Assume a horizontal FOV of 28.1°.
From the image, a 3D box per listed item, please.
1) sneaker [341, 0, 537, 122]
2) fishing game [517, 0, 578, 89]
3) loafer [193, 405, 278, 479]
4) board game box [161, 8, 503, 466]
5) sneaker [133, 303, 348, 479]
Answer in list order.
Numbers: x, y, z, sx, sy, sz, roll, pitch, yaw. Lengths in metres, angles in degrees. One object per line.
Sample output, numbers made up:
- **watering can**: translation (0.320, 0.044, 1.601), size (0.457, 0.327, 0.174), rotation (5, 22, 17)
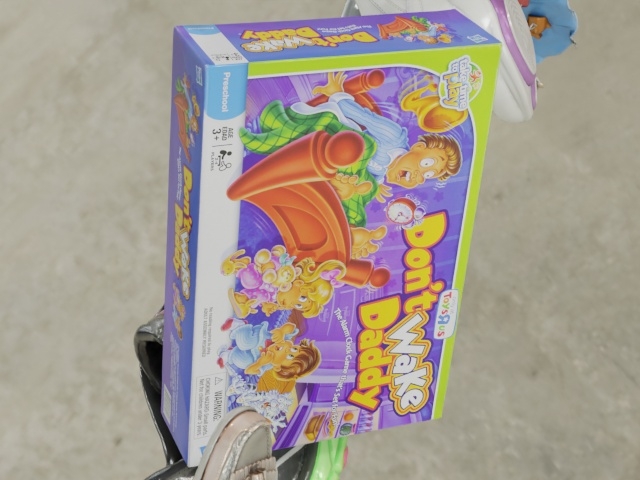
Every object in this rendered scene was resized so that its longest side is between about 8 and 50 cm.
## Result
- **sneaker**: translation (0.114, -0.223, 1.299), size (0.152, 0.305, 0.114), rotation (-23, 40, 27)
- **fishing game**: translation (0.217, -0.260, 1.538), size (0.189, 0.264, 0.041), rotation (13, 65, 10)
- **loafer**: translation (-0.038, 0.139, 0.599), size (0.039, 0.045, 0.125), rotation (26, 111, 34)
- **board game box**: translation (0.000, 0.000, 1.009), size (0.233, 0.347, 0.078), rotation (-8, 32, -22)
- **sneaker**: translation (-0.068, 0.080, 1.229), size (0.185, 0.202, 0.483), rotation (-48, 25, 43)
